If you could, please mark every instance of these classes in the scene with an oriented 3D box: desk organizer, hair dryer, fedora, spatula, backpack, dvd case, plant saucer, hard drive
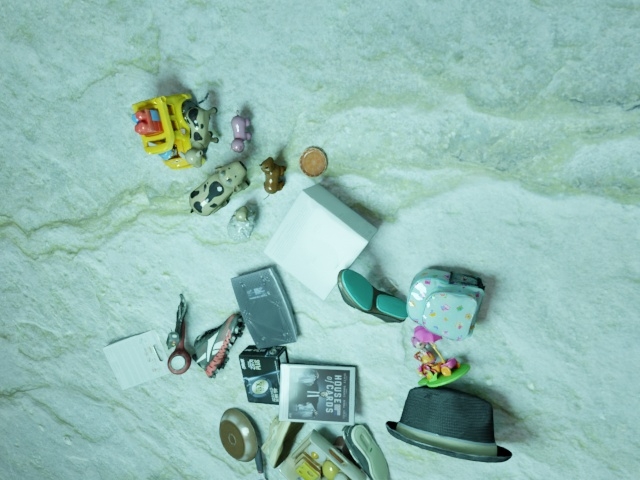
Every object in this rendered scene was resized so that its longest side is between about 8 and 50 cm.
[{"bbox_3d":[0.088,0.722,1.412,0.047,0.050,0.130,-14,107,37],"label":"desk organizer"},{"bbox_3d":[-0.477,0.353,1.475,0.079,0.224,0.294,9,125,-10],"label":"hair dryer"},{"bbox_3d":[0.352,0.489,1.170,0.333,0.334,0.153,5,76,19],"label":"fedora"},{"bbox_3d":[-0.212,0.861,1.560,0.084,0.030,0.297,4,118,20],"label":"spatula"},{"bbox_3d":[0.323,0.166,1.124,0.188,0.144,0.166,16,115,19],"label":"backpack"},{"bbox_3d":[-0.010,0.481,1.334,0.238,0.029,0.180,1,86,6],"label":"dvd case"},{"bbox_3d":[-0.308,0.711,1.531,0.198,0.036,0.199,8,104,37],"label":"plant saucer"},{"bbox_3d":[-0.021,-0.222,1.210,0.083,0.013,0.084,6,107,18],"label":"plant saucer"},{"bbox_3d":[-0.175,0.216,1.367,0.171,0.054,0.255,-16,99,24],"label":"hard drive"}]

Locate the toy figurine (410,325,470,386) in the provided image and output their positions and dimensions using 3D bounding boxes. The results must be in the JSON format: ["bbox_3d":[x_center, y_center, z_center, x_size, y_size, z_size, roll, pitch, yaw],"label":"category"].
[{"bbox_3d":[0.311,0.315,1.204,0.173,0.130,0.159,-36,76,49],"label":"toy figurine"}]

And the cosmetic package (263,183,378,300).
[{"bbox_3d":[0.000,0.000,1.196,0.224,0.138,0.224,38,114,5],"label":"cosmetic package"}]

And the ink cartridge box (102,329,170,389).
[{"bbox_3d":[-0.696,0.455,1.639,0.232,0.066,0.189,-21,97,3],"label":"ink cartridge box"}]

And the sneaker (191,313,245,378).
[{"bbox_3d":[-0.357,0.343,1.444,0.135,0.097,0.276,34,115,6],"label":"sneaker"}]

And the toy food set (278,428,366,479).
[{"bbox_3d":[-0.005,0.779,1.408,0.219,0.092,0.306,38,129,9],"label":"toy food set"}]

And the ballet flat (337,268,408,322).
[{"bbox_3d":[0.125,0.168,1.166,0.280,0.096,0.096,33,142,-29],"label":"ballet flat"}]

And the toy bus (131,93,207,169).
[{"bbox_3d":[-0.456,-0.312,1.238,0.149,0.211,0.221,-6,104,20],"label":"toy bus"}]

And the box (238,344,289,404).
[{"bbox_3d":[-0.180,0.449,1.421,0.147,0.077,0.180,-3,104,21],"label":"box"}]

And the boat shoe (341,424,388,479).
[{"bbox_3d":[0.148,0.702,1.379,0.079,0.084,0.233,-24,97,42],"label":"boat shoe"}]

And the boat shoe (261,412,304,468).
[{"bbox_3d":[-0.133,0.642,1.445,0.098,0.109,0.303,35,120,29],"label":"boat shoe"}]

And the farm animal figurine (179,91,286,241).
[{"bbox_3d":[-0.284,-0.192,1.211,0.330,0.172,0.327,36,115,1],"label":"farm animal figurine"}]
